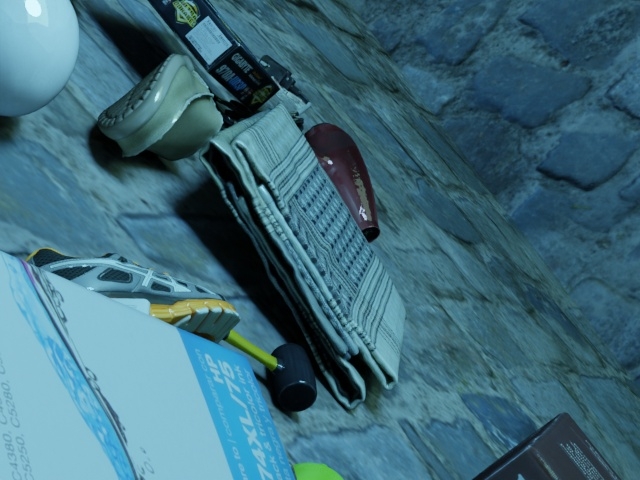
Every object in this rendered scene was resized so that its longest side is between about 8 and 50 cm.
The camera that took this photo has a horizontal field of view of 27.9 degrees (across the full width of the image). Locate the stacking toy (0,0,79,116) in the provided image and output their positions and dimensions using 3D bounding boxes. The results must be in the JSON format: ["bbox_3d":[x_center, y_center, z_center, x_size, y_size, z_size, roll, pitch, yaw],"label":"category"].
[{"bbox_3d":[-0.284,-0.316,1.141,0.351,0.351,0.479,26,45,-55],"label":"stacking toy"}]

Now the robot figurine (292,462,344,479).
[{"bbox_3d":[-0.013,0.206,0.947,0.101,0.067,0.115,56,15,-5],"label":"robot figurine"}]

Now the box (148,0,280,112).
[{"bbox_3d":[-0.139,-0.250,1.517,0.175,0.051,0.220,51,4,12],"label":"box"}]

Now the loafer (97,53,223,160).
[{"bbox_3d":[-0.148,-0.128,1.299,0.092,0.102,0.268,50,12,-10],"label":"loafer"}]

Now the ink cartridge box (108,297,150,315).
[{"bbox_3d":[-0.154,0.090,0.770,0.099,0.056,0.135,2,27,-4],"label":"ink cartridge box"}]

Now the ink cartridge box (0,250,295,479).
[{"bbox_3d":[-0.140,0.136,0.440,0.270,0.198,0.197,34,30,-58],"label":"ink cartridge box"}]

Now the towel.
[{"bbox_3d":[0.000,0.000,1.387,0.312,0.056,0.324,61,15,-7],"label":"towel"}]

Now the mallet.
[{"bbox_3d":[-0.078,0.080,1.135,0.190,0.039,0.062,39,18,-21],"label":"mallet"}]

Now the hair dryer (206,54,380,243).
[{"bbox_3d":[-0.030,-0.106,1.682,0.293,0.080,0.223,44,31,1],"label":"hair dryer"}]

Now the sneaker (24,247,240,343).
[{"bbox_3d":[-0.137,0.048,0.961,0.083,0.084,0.215,51,16,26],"label":"sneaker"}]

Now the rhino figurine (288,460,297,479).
[{"bbox_3d":[-0.075,0.168,0.853,0.106,0.073,0.243,-7,56,-48],"label":"rhino figurine"}]

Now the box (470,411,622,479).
[{"bbox_3d":[0.193,0.278,1.153,0.168,0.167,0.203,53,16,11],"label":"box"}]
